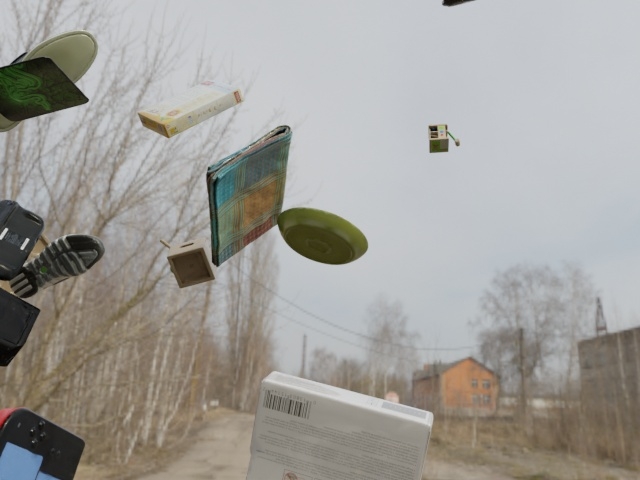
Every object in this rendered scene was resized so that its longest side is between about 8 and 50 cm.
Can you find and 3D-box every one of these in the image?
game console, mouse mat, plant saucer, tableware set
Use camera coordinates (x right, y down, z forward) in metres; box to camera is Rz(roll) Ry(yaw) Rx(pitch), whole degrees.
[{"bbox_3d":[-0.615,0.054,1.164,0.044,0.361,0.213,-38,-61,26],"label":"game console"},{"bbox_3d":[-0.506,-0.258,1.068,0.152,0.007,0.190,-16,-11,-2],"label":"mouse mat"},{"bbox_3d":[0.000,0.000,1.539,0.240,0.037,0.241,15,-28,8],"label":"plant saucer"},{"bbox_3d":[-0.669,0.591,1.351,0.060,0.387,0.342,1,-32,16],"label":"game console"},{"bbox_3d":[-0.760,0.066,1.581,0.168,0.141,0.020,-27,35,-37],"label":"tableware set"}]

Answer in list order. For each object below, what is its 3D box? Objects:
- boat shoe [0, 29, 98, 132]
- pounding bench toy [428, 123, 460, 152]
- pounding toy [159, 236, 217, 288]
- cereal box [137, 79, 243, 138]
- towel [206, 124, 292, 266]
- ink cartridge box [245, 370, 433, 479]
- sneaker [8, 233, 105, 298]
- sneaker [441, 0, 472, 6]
[{"bbox_3d":[-0.707,-0.412,1.529,0.113,0.340,0.127,45,0,44],"label":"boat shoe"},{"bbox_3d":[0.336,-0.281,1.669,0.083,0.065,0.052,-2,-36,10],"label":"pounding bench toy"},{"bbox_3d":[-0.392,0.055,1.806,0.141,0.130,0.100,-15,25,3],"label":"pounding toy"},{"bbox_3d":[-0.350,-0.360,1.657,0.240,0.047,0.173,-32,36,-24],"label":"cereal box"},{"bbox_3d":[-0.185,-0.110,1.621,0.040,0.271,0.370,39,-34,22],"label":"towel"},{"bbox_3d":[0.022,0.390,1.057,0.296,0.261,0.066,12,6,13],"label":"ink cartridge box"},{"bbox_3d":[-0.532,0.039,1.295,0.228,0.086,0.132,-23,6,13],"label":"sneaker"},{"bbox_3d":[0.218,-0.472,1.019,0.106,0.235,0.078,-17,-35,17],"label":"sneaker"}]
